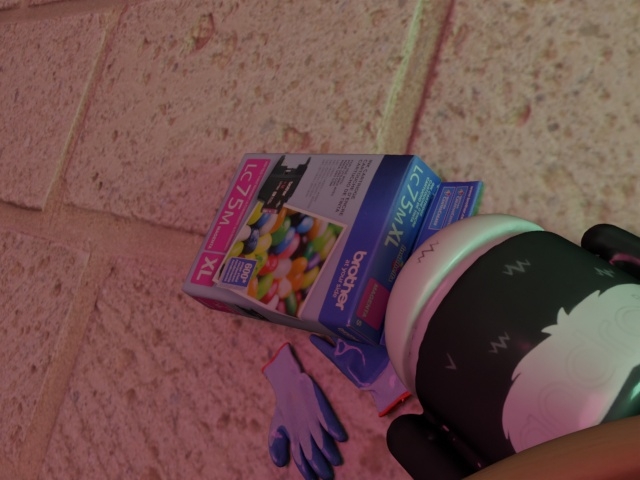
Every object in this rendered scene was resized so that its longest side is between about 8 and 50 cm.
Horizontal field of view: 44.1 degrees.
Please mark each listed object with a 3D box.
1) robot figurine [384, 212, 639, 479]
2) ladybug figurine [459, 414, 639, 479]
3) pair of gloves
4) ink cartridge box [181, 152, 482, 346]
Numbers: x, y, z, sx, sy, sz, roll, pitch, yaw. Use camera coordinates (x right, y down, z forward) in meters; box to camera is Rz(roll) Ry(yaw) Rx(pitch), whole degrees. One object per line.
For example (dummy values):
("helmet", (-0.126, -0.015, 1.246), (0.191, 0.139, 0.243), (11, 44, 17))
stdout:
("robot figurine", (0.169, 0.094, 0.563), (0.278, 0.209, 0.174), (38, 127, 44))
("ladybug figurine", (0.122, 0.233, 0.343), (0.449, 0.162, 0.305), (-31, 19, 39))
("pair of gloves", (0.007, 0.143, 0.798), (0.198, 0.023, 0.159), (-47, 47, 18))
("ink cartridge box", (0.000, 0.000, 0.818), (0.311, 0.065, 0.186), (8, 68, 42))
